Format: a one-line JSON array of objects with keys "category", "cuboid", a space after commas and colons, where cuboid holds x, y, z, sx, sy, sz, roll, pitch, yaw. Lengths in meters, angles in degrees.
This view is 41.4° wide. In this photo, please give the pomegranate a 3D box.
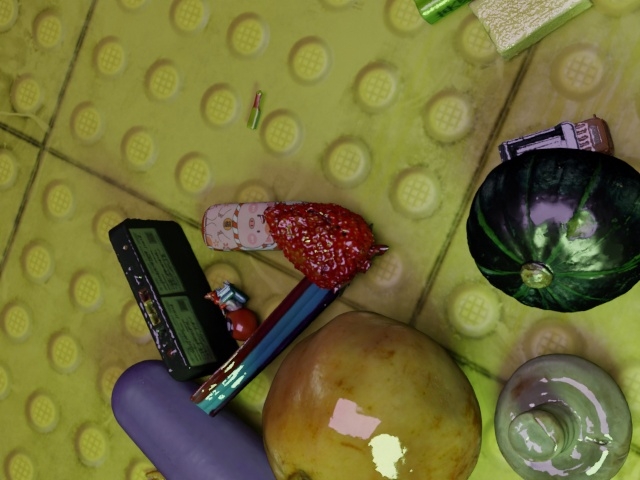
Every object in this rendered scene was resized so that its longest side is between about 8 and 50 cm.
[{"category": "pomegranate", "cuboid": [0.098, 0.320, 1.516, 0.412, 0.411, 0.411, 0, 90, 23]}]

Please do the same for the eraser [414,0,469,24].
[{"category": "eraser", "cuboid": [0.275, -0.565, 1.582, 0.274, 0.092, 0.210, -26, 80, 22]}]

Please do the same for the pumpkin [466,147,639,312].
[{"category": "pumpkin", "cuboid": [0.395, -0.009, 1.413, 0.315, 0.238, 0.315, 16, 138, 15]}]

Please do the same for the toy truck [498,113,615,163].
[{"category": "toy truck", "cuboid": [0.419, -0.161, 1.514, 0.192, 0.092, 0.083, -15, 83, 22]}]

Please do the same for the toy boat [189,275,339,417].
[{"category": "toy boat", "cuboid": [-0.103, 0.193, 1.698, 0.079, 0.136, 0.392, 44, 82, 8]}]

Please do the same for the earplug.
[{"category": "earplug", "cuboid": [-0.254, 0.418, 1.747, 0.456, 0.215, 0.215, 38, 104, 22]}]

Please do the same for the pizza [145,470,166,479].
[{"category": "pizza", "cuboid": [-0.340, 0.568, 1.875, 0.123, 0.026, 0.108, 11, 96, 23]}]

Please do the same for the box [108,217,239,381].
[{"category": "box", "cuboid": [-0.300, 0.117, 1.761, 0.058, 0.211, 0.350, -31, 77, 22]}]

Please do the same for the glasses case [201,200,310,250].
[{"category": "glasses case", "cuboid": [-0.126, -0.029, 1.763, 0.267, 0.067, 0.103, -2, 89, 23]}]

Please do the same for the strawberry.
[{"category": "strawberry", "cuboid": [0.005, -0.015, 1.648, 0.228, 0.098, 0.174, 44, 83, -2]}]

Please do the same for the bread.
[{"category": "bread", "cuboid": [0.383, -0.430, 1.545, 0.188, 0.068, 0.125, -32, 77, 19]}]

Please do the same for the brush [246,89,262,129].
[{"category": "brush", "cuboid": [-0.135, -0.277, 1.794, 0.019, 0.021, 0.083, 20, 103, 24]}]

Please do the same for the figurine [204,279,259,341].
[{"category": "figurine", "cuboid": [-0.176, 0.152, 1.786, 0.075, 0.068, 0.140, -36, 86, 2]}]

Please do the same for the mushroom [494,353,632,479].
[{"category": "mushroom", "cuboid": [0.404, 0.320, 1.447, 0.244, 0.243, 0.243, 0, 90, 23]}]
